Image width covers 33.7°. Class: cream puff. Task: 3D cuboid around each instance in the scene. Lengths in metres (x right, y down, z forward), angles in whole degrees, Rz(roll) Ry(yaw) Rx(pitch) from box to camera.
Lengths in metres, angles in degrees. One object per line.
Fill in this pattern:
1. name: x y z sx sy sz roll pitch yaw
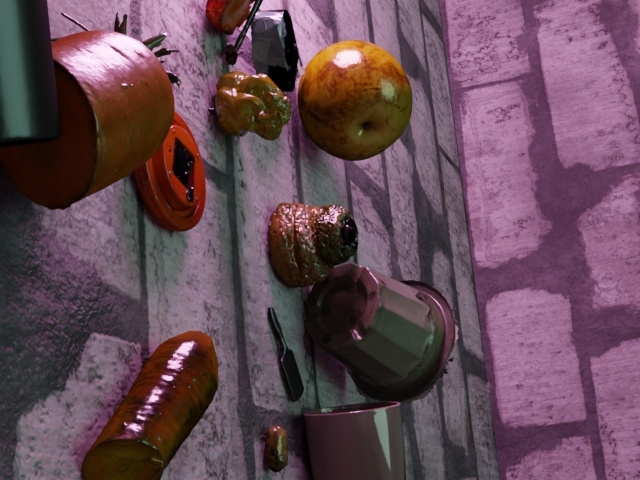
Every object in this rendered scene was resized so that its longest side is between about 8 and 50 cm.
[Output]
1. cream puff: 0.000 0.000 2.115 0.183 0.169 0.183 -10 90 -71
2. cream puff: -0.122 -0.251 1.967 0.156 0.156 0.121 -26 122 -70

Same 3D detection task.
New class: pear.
1. pear: 0.074 -0.317 2.367 0.280 0.280 0.281 -11 90 -70

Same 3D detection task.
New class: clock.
1. clock: -0.237 -0.115 1.699 0.205 0.051 0.205 -12 90 -71

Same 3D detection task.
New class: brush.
1. brush: -0.069 0.216 2.034 0.063 0.016 0.193 -46 123 -67

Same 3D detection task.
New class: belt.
1. belt: -0.095 -0.384 2.149 0.198 0.078 0.151 76 16 -59

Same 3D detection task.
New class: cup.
1. cup: 0.065 0.428 2.087 0.253 0.191 0.200 157 -72 -77

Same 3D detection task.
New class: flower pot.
1. flower pot: 0.115 0.178 2.231 0.259 0.290 0.290 36 45 -48

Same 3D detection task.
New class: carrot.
1. carrot: -0.222 0.234 1.468 0.302 0.114 0.114 -62 137 -60
2. carrot: -0.298 -0.171 1.358 0.331 0.214 0.193 -47 153 -62

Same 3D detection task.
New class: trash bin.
1. trash bin: -0.390 -0.263 1.127 0.214 0.214 0.334 -17 101 -70

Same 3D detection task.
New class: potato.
1. potato: -0.079 0.371 1.885 0.051 0.040 0.083 56 30 -67

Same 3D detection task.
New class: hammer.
1. hammer: -0.139 -0.423 2.044 0.065 0.021 0.178 83 32 -79

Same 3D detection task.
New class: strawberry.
1. strawberry: -0.174 -0.458 2.013 0.187 0.082 0.147 -65 166 -47

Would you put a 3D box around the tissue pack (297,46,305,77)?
1. tissue pack: -0.074 -0.388 2.280 0.042 0.062 0.083 -46 122 -64
